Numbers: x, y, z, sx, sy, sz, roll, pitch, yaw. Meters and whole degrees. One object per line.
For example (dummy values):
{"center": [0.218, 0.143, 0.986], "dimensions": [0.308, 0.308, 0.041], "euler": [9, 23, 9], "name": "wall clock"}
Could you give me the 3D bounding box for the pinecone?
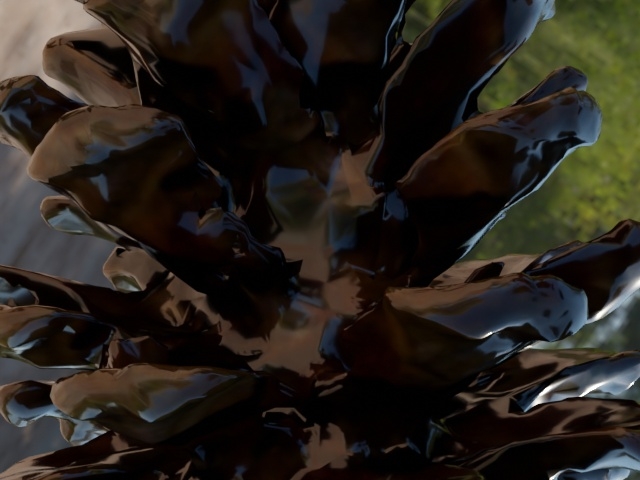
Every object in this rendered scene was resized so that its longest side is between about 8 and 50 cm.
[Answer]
{"center": [0.000, 0.000, 0.556], "dimensions": [0.244, 0.244, 0.309], "euler": [20, 63, -88], "name": "pinecone"}
